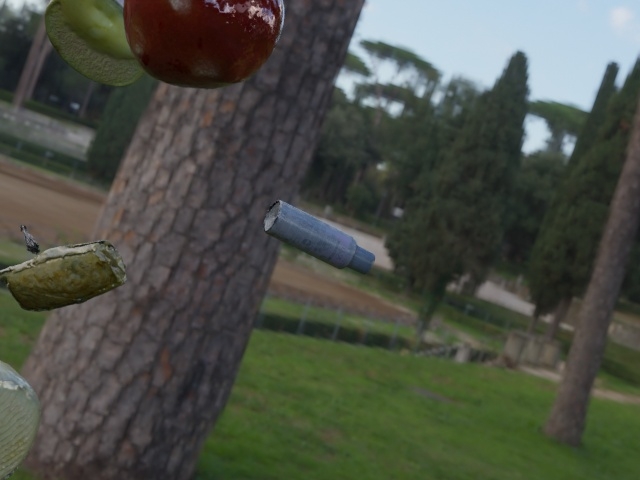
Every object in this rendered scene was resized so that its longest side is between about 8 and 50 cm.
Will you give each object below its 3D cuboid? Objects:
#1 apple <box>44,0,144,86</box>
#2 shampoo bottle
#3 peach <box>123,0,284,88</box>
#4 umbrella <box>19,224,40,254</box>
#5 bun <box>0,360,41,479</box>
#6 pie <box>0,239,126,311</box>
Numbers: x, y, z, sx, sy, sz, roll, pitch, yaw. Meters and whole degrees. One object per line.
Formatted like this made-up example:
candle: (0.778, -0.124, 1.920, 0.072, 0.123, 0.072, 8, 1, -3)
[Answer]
apple: (-0.481, -0.456, 2.461, 0.265, 0.193, 0.120, 42, 25, -28)
shampoo bottle: (0.000, 0.000, 2.052, 0.214, 0.072, 0.072, 27, -2, -22)
peach: (-0.171, -0.321, 1.611, 0.243, 0.243, 0.199, 20, -7, 29)
umbrella: (-0.503, 0.000, 1.970, 0.031, 0.020, 0.083, 35, 6, -46)
bun: (-0.576, 0.284, 1.753, 0.287, 0.287, 0.146, 19, 24, -49)
pie: (-0.522, 0.076, 2.292, 0.282, 0.068, 0.128, -15, -57, 26)
